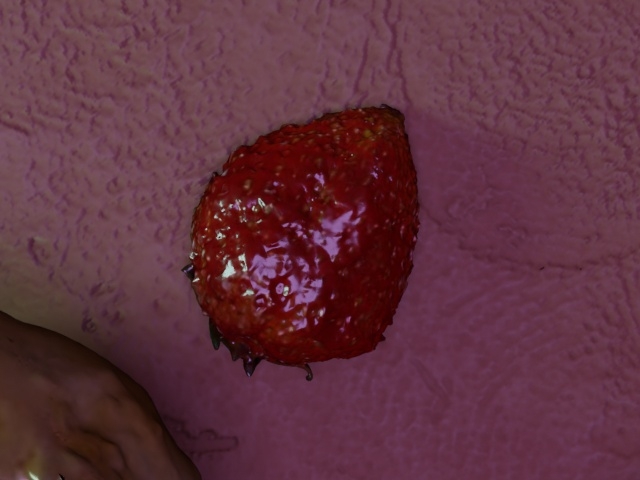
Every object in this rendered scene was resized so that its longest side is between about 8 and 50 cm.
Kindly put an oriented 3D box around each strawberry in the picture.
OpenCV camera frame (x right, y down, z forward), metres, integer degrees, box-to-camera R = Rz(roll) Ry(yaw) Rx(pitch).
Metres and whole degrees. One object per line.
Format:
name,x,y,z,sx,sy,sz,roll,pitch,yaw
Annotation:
strawberry,0.000,0.000,1.171,0.146,0.082,0.187,34,91,-14

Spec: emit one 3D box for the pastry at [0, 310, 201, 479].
pastry,-0.248,0.217,1.101,0.410,0.245,0.409,0,96,-1
